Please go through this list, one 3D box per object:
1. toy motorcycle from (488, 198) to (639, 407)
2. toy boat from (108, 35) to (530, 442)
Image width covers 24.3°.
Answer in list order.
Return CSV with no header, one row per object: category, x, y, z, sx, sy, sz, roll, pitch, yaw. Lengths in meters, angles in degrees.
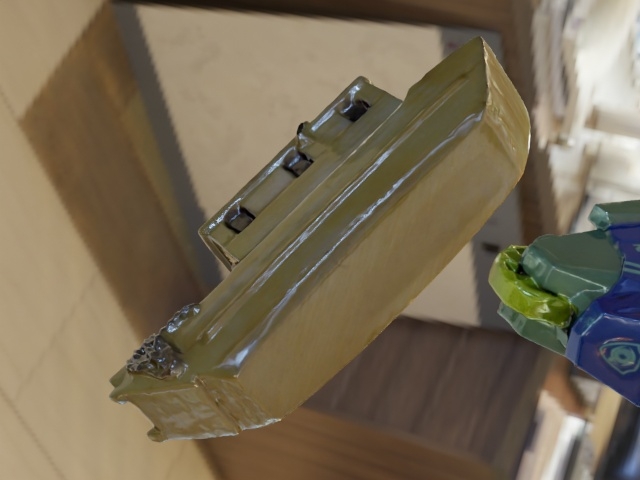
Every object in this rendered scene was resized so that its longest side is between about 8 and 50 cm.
toy motorcycle,0.310,0.070,1.294,0.326,0.200,0.191,-1,126,-35
toy boat,0.000,0.000,0.579,0.200,0.077,0.057,-45,132,-10
